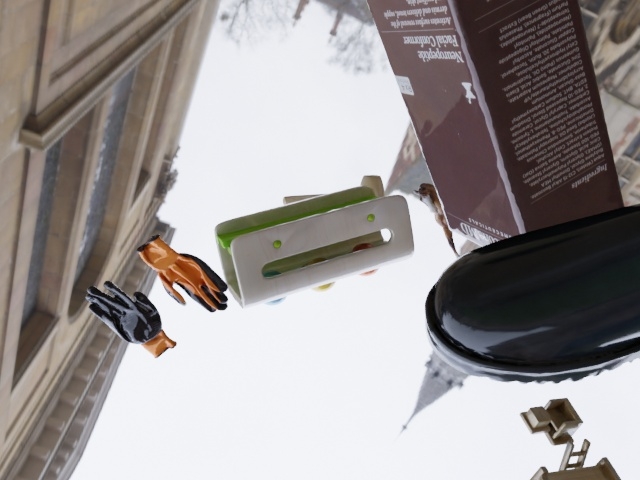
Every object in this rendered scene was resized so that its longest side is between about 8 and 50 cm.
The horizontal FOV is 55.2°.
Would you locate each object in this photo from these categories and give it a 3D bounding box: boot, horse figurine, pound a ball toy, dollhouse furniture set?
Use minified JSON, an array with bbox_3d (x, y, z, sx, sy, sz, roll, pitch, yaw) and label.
[{"bbox_3d":[0.170,-0.028,0.299,0.247,0.207,0.094,-7,-135,7],"label":"boot"},{"bbox_3d":[0.290,-0.061,1.199,0.263,0.066,0.174,-29,-97,-42],"label":"horse figurine"},{"bbox_3d":[0.000,0.000,0.972,0.319,0.135,0.208,-16,-163,-18],"label":"pound a ball toy"},{"bbox_3d":[0.282,0.313,0.838,0.182,0.101,0.160,1,-140,-20],"label":"dollhouse furniture set"}]

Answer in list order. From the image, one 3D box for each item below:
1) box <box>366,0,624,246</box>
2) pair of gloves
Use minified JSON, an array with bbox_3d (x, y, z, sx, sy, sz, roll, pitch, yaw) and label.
[{"bbox_3d":[0.186,-0.172,0.681,0.143,0.381,0.191,-31,-156,-9],"label":"box"},{"bbox_3d":[-0.108,0.038,0.408,0.074,0.083,0.010,47,-164,-29],"label":"pair of gloves"}]
